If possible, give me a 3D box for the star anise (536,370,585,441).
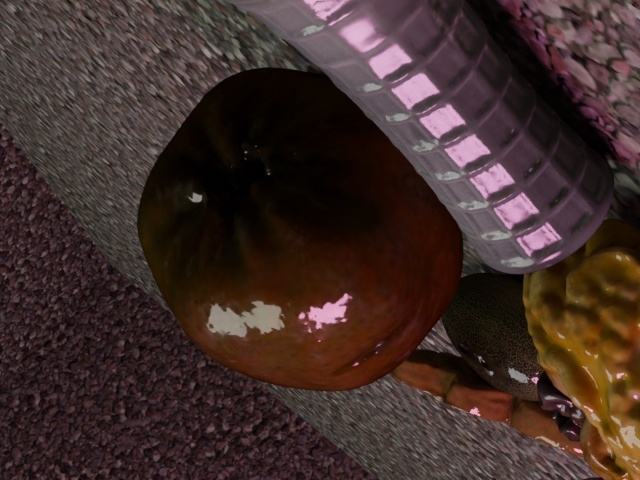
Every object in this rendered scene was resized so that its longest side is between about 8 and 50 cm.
[{"bbox_3d":[0.284,0.161,1.305,0.220,0.099,0.214,29,150,9],"label":"star anise"}]

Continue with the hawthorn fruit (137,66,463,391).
[{"bbox_3d":[0.000,0.000,1.335,0.267,0.268,0.301,35,176,31],"label":"hawthorn fruit"}]

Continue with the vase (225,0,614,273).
[{"bbox_3d":[0.074,-0.109,1.015,0.299,0.143,0.143,45,168,-31],"label":"vase"}]

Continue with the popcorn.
[{"bbox_3d":[0.237,0.077,1.096,0.140,0.163,0.194,54,-162,-71],"label":"popcorn"}]

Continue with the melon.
[{"bbox_3d":[0.176,0.086,1.437,0.162,0.099,0.099,37,168,44],"label":"melon"}]

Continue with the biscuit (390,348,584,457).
[{"bbox_3d":[0.209,0.162,1.513,0.288,0.044,0.202,22,-176,14],"label":"biscuit"}]
